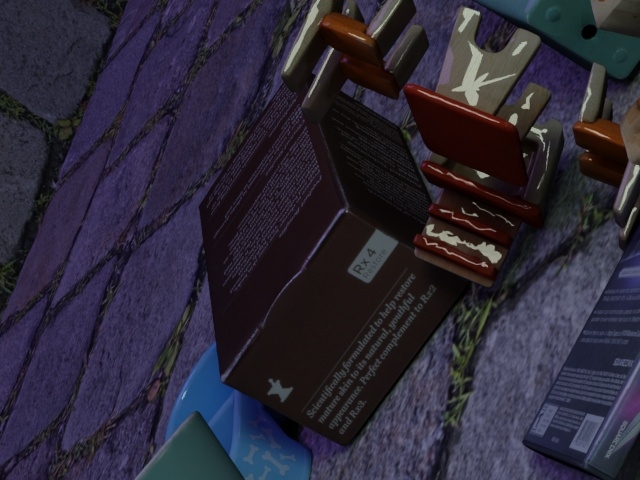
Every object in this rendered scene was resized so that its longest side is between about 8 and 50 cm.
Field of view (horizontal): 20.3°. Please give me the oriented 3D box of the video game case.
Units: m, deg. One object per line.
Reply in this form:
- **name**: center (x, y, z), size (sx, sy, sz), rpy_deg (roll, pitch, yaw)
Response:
- **video game case**: center (0.217, 0.020, 1.131), size (0.274, 0.026, 0.196), rpy_deg (-60, 2, -4)

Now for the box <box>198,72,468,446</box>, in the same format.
- **box**: center (0.000, 0.000, 1.642), size (0.191, 0.143, 0.381), rpy_deg (-54, 17, 17)

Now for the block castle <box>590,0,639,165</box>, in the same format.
- **block castle**: center (0.282, -0.137, 0.775), size (0.303, 0.213, 0.453), rpy_deg (126, 145, -48)

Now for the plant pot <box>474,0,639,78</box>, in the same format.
- **plant pot**: center (0.197, -0.239, 1.448), size (0.165, 0.166, 0.234), rpy_deg (-55, 25, 17)

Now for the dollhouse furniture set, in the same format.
- **dollhouse furniture set**: center (0.113, -0.061, 1.298), size (0.135, 0.262, 0.259), rpy_deg (-65, -15, -7)

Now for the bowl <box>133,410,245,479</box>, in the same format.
- **bowl**: center (-0.133, 0.304, 1.411), size (0.311, 0.163, 0.311), rpy_deg (-52, -1, -1)

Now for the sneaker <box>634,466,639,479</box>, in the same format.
- **sneaker**: center (0.239, 0.065, 1.041), size (0.089, 0.051, 0.170), rpy_deg (-26, 41, 55)

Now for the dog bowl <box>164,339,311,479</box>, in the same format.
- **dog bowl**: center (-0.085, 0.197, 1.665), size (0.166, 0.074, 0.297), rpy_deg (-51, 19, 26)
